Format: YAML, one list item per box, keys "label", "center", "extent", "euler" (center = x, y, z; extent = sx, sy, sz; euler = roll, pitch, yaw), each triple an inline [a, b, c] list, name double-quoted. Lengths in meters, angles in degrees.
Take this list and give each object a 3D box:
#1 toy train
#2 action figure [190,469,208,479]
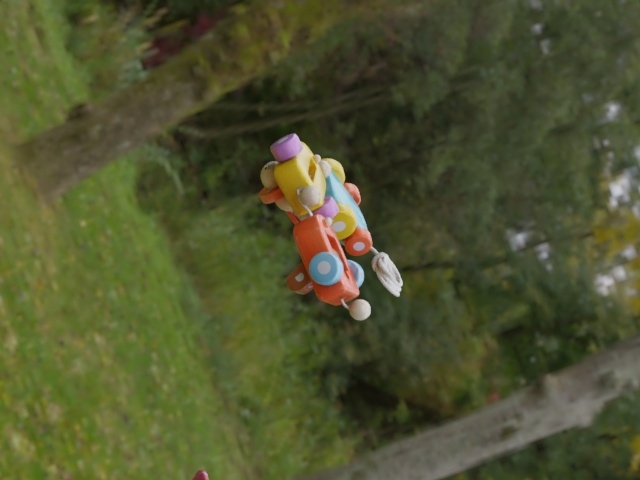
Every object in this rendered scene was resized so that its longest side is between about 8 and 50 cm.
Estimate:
- label: "toy train"
  center: [0.000, 0.000, 0.871]
  extent: [0.125, 0.046, 0.166]
  euler: [66, 12, 9]
- label: "action figure"
  center: [-0.087, 0.248, 0.502]
  extent: [0.275, 0.248, 0.370]
  euler: [-59, -179, 39]
